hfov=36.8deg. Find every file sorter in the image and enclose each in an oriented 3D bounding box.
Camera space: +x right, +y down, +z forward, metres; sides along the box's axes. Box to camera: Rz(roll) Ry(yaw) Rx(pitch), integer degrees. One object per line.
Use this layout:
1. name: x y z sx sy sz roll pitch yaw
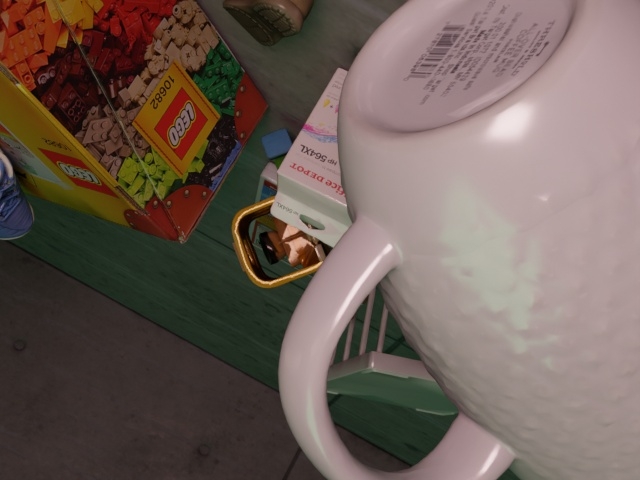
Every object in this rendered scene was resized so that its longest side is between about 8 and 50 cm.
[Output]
1. file sorter: 0.119 0.097 1.116 0.192 0.173 0.277 14 164 -12

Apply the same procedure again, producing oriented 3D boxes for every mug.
1. mug: 0.133 0.020 0.644 0.328 0.374 0.276 50 170 -35

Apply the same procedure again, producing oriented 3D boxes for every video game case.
1. video game case: 0.000 0.000 1.316 0.204 0.025 0.285 29 162 1

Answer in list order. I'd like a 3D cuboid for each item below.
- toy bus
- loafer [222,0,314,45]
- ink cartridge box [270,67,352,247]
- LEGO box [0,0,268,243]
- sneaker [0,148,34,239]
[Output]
1. toy bus: -0.044 0.001 1.074 0.191 0.104 0.202 -110 -1 -47
2. loafer: -0.039 -0.202 0.820 0.056 0.050 0.148 43 173 -26
3. ink cartridge box: 0.022 -0.070 0.915 0.092 0.143 0.090 26 161 8
4. LEGO box: -0.364 -0.220 1.013 0.500 0.193 0.372 16 157 34
5. sneaker: -0.351 -0.055 0.989 0.081 0.080 0.211 24 162 24
